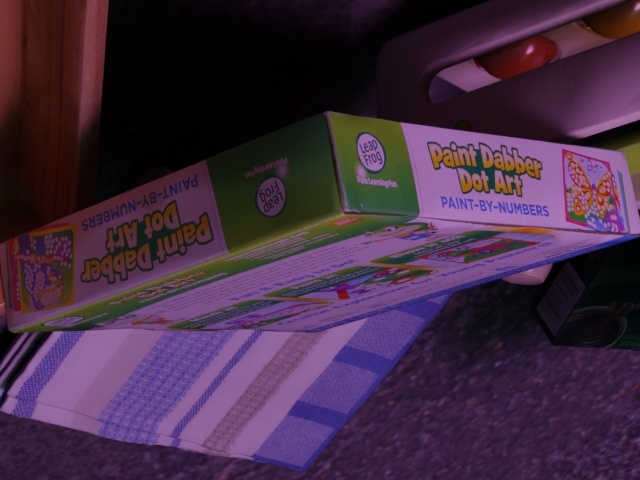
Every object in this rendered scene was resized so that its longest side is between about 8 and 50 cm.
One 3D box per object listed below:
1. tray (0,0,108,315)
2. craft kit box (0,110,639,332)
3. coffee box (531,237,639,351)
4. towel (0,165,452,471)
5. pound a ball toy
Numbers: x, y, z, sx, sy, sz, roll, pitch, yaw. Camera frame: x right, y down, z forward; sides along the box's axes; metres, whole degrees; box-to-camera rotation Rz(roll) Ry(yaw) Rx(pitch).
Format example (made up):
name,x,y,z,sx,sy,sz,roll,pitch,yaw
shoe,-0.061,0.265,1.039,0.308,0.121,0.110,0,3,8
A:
name,x,y,z,sx,sy,sz,roll,pitch,yaw
tray,-0.207,-0.069,0.886,0.203,0.076,0.411,-29,157,-24
craft kit box,0.000,0.000,0.995,0.250,0.061,0.246,-19,168,40
coffee box,0.242,0.002,1.334,0.113,0.040,0.184,6,129,-32
towel,-0.061,0.061,1.240,0.285,0.034,0.209,18,119,-42
pound a ball toy,0.184,-0.088,1.101,0.319,0.136,0.208,-17,154,39
